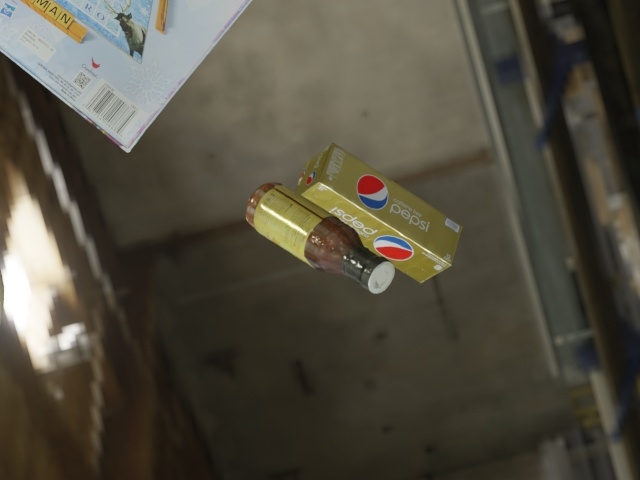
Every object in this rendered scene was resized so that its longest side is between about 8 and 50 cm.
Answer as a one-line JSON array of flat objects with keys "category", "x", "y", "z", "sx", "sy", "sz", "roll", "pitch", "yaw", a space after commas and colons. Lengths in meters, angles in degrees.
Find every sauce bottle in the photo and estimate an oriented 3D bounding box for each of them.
[{"category": "sauce bottle", "x": 0.000, "y": 0.000, "z": 1.429, "sx": 0.128, "sy": 0.042, "sz": 0.042, "roll": 34, "pitch": 157, "yaw": 39}]

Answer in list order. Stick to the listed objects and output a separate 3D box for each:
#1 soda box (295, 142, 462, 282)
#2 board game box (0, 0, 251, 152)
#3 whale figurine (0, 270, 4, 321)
[{"category": "soda box", "x": 0.062, "y": -0.029, "z": 2.158, "sx": 0.181, "sy": 0.061, "sz": 0.058, "roll": 32, "pitch": -125, "yaw": -19}, {"category": "board game box", "x": -0.207, "y": -0.305, "z": 1.885, "sx": 0.319, "sy": 0.318, "sz": 0.066, "roll": 40, "pitch": -177, "yaw": -14}, {"category": "whale figurine", "x": -0.482, "y": 0.043, "z": 2.192, "sx": 0.141, "sy": 0.272, "sz": 0.216, "roll": -27, "pitch": -40, "yaw": -58}]
